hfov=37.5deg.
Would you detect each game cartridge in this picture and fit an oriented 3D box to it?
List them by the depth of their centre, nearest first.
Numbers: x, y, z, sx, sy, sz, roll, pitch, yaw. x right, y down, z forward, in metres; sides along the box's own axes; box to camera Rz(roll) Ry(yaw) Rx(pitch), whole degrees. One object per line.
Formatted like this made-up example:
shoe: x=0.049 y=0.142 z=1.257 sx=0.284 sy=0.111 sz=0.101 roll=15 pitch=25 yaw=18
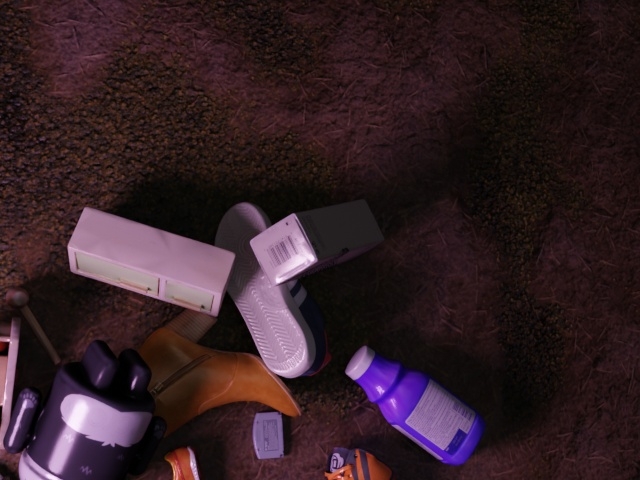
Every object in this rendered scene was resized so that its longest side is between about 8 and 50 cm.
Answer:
game cartridge: x=-0.096 y=0.355 z=1.720 sx=0.056 sy=0.017 sz=0.083 roll=1 pitch=79 yaw=-23

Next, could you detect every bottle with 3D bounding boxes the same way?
bottle: x=0.176 y=0.307 z=1.784 sx=0.283 sy=0.092 sz=0.118 roll=37 pitch=69 yaw=-9

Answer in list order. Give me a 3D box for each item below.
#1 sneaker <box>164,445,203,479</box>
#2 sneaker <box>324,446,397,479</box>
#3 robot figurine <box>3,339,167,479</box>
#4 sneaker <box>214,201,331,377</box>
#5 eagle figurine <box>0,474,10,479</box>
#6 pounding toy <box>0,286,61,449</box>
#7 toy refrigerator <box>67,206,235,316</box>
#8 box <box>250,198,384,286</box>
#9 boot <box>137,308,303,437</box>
sneaker: x=-0.230 y=0.448 z=1.640 sx=0.068 sy=0.064 sz=0.175 roll=-15 pitch=79 yaw=-1
sneaker: x=0.000 y=0.464 z=1.689 sx=0.321 sy=0.125 sz=0.180 roll=5 pitch=74 yaw=-29
robot figurine: x=-0.375 y=0.305 z=1.524 sx=0.209 sy=0.173 sz=0.278 roll=25 pitch=95 yaw=6
sneaker: x=-0.082 y=0.094 z=1.732 sx=0.148 sy=0.131 sz=0.349 roll=21 pitch=44 yaw=-59
eagle figurine: x=-0.589 y=0.507 z=1.449 sx=0.226 sy=0.225 sz=0.298 roll=38 pitch=105 yaw=30
pounding toy: x=-0.499 y=0.203 z=1.533 sx=0.155 sy=0.154 sz=0.269 roll=6 pitch=78 yaw=-18
toy refrigerator: x=-0.292 y=0.042 z=1.627 sx=0.270 sy=0.102 sz=0.094 roll=17 pitch=61 yaw=-3
box: x=0.000 y=0.000 z=1.692 sx=0.275 sy=0.113 sz=0.094 roll=-15 pitch=76 yaw=-59
boot: x=-0.197 y=0.273 z=1.664 sx=0.295 sy=0.104 sz=0.211 roll=43 pitch=74 yaw=-2
